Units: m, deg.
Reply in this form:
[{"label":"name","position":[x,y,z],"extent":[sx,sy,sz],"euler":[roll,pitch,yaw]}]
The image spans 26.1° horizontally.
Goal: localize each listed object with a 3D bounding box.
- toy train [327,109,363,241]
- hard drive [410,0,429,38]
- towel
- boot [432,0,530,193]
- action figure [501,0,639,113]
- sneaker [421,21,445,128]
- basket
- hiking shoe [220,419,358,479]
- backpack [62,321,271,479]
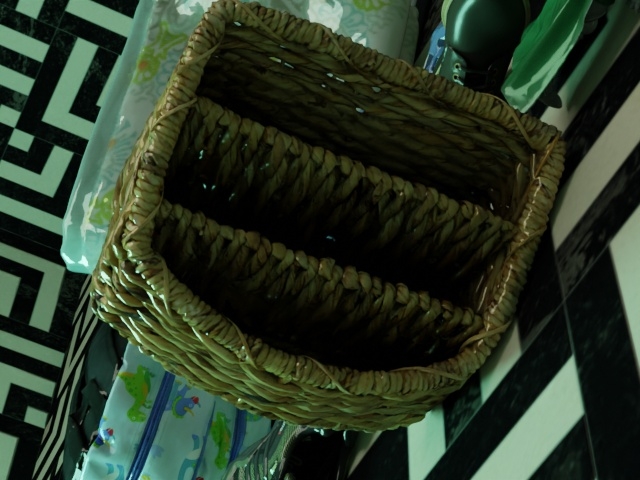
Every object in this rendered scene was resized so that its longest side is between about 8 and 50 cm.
[{"label":"toy train","position":[0.039,-0.047,1.301],"extent":[0.080,0.105,0.184],"euler":[138,137,-59]},{"label":"hard drive","position":[0.095,-0.245,1.603],"extent":[0.094,0.022,0.135],"euler":[-35,36,64]},{"label":"towel","position":[-0.080,-0.121,1.458],"extent":[0.090,0.321,0.374],"euler":[54,-135,-58]},{"label":"boot","position":[0.132,-0.126,1.171],"extent":[0.198,0.077,0.137],"euler":[92,-175,-59]},{"label":"action figure","position":[0.215,-0.209,1.031],"extent":[0.137,0.064,0.232],"euler":[-83,17,-51]},{"label":"sneaker","position":[0.119,-0.153,1.324],"extent":[0.059,0.053,0.144],"euler":[-86,15,-46]},{"label":"basket","position":[0.000,0.000,1.020],"extent":[0.223,0.299,0.213],"euler":[-49,24,52]},{"label":"hiking shoe","position":[-0.036,0.226,1.247],"extent":[0.226,0.086,0.114],"euler":[-62,12,17]},{"label":"backpack","position":[-0.168,0.179,1.538],"extent":[0.290,0.273,0.355],"euler":[-63,-7,11]}]
